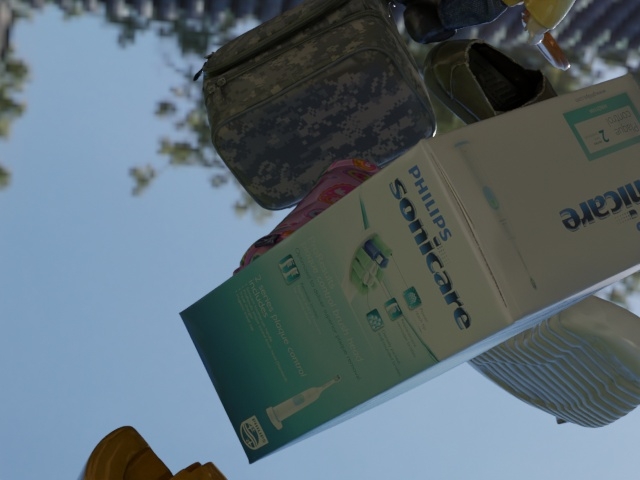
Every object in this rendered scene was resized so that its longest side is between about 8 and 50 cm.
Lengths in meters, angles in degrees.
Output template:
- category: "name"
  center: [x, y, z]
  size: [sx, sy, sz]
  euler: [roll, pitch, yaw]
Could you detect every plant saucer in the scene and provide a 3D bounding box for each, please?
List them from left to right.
- category: "plant saucer"
  center: [0.256, -0.229, 1.800]
  size: [0.013, 0.083, 0.083]
  euler: [-38, -146, 4]

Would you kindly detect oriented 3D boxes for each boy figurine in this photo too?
- category: "boy figurine"
  center: [0.203, -0.290, 1.613]
  size: [0.092, 0.177, 0.285]
  euler: [-25, -176, -44]

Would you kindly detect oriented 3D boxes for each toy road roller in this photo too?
- category: "toy road roller"
  center: [-0.239, 0.376, 1.853]
  size: [0.329, 0.202, 0.240]
  euler: [-34, -104, -35]

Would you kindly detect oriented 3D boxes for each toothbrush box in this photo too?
- category: "toothbrush box"
  center: [0.078, 0.023, 1.066]
  size: [0.216, 0.295, 0.126]
  euler: [-20, -99, -40]

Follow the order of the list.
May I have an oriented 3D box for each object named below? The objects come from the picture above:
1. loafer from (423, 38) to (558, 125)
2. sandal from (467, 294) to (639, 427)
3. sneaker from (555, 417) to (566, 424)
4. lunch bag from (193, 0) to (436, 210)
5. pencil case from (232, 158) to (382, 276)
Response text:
- category: "loafer"
  center: [0.228, -0.138, 1.762]
  size: [0.251, 0.087, 0.094]
  euler: [35, -110, -11]
- category: "sandal"
  center: [0.266, 0.109, 1.607]
  size: [0.169, 0.102, 0.416]
  euler: [38, 166, -6]
- category: "sneaker"
  center: [0.419, 0.164, 2.274]
  size: [0.099, 0.153, 0.282]
  euler: [-5, 165, -33]
- category: "lunch bag"
  center: [-0.016, -0.222, 2.206]
  size: [0.305, 0.212, 0.256]
  euler: [-27, -141, 14]
- category: "pencil case"
  center: [0.000, 0.000, 1.809]
  size: [0.124, 0.124, 0.284]
  euler: [15, -153, 15]
